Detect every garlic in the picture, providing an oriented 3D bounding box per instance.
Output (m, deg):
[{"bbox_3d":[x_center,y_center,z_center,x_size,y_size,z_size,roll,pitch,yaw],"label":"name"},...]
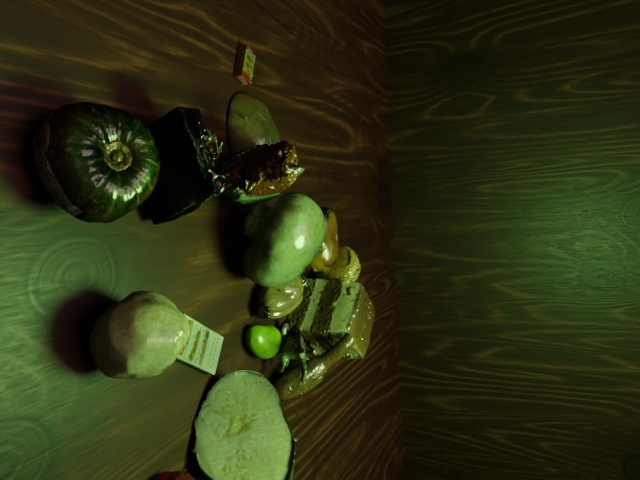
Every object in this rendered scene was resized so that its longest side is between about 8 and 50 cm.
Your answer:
[{"bbox_3d":[-0.080,0.528,2.077,0.159,0.102,0.147,-20,93,-77],"label":"garlic"}]

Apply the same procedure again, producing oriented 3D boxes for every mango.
[{"bbox_3d":[-0.202,0.354,1.840,0.163,0.089,0.117,14,83,-53],"label":"mango"},{"bbox_3d":[0.000,0.000,2.217,0.201,0.152,0.287,34,57,-50],"label":"mango"}]

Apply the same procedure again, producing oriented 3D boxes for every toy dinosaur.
[{"bbox_3d":[-0.110,0.388,1.894,0.077,0.294,0.162,9,97,-33],"label":"toy dinosaur"}]

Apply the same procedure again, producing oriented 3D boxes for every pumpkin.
[{"bbox_3d":[-0.478,-0.166,1.138,0.260,0.189,0.260,11,74,-42],"label":"pumpkin"}]

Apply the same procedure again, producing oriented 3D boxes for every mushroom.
[{"bbox_3d":[-0.134,-0.005,1.745,0.352,0.260,0.352,-58,-177,5],"label":"mushroom"}]

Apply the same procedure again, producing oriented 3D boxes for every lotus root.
[{"bbox_3d":[-0.145,0.191,1.904,0.257,0.140,0.154,-38,137,-49],"label":"lotus root"}]

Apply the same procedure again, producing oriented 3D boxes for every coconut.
[{"bbox_3d":[-0.418,0.224,1.222,0.224,0.224,0.224,-1,90,-66],"label":"coconut"}]

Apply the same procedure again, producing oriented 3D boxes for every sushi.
[{"bbox_3d":[-0.359,-0.197,1.403,0.227,0.215,0.212,66,21,-1],"label":"sushi"}]

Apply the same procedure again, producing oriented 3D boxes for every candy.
[{"bbox_3d":[-0.259,-0.601,1.810,0.062,0.038,0.122,39,54,-60],"label":"candy"}]

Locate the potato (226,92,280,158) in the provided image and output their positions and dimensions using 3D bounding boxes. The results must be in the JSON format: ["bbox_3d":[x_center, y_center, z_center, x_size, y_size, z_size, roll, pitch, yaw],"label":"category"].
[{"bbox_3d":[-0.218,-0.362,1.812,0.239,0.116,0.299,-15,101,-61],"label":"potato"}]

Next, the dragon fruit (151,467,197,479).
[{"bbox_3d":[-0.339,0.707,1.226,0.228,0.329,0.286,31,62,-55],"label":"dragon fruit"}]

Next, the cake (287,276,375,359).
[{"bbox_3d":[0.048,0.323,2.154,0.256,0.290,0.282,59,41,-46],"label":"cake"}]

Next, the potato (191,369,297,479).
[{"bbox_3d":[-0.233,0.646,1.645,0.397,0.290,0.296,58,-20,23],"label":"potato"}]

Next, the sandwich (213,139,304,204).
[{"bbox_3d":[-0.169,-0.201,1.624,0.250,0.301,0.162,-44,121,-37],"label":"sandwich"}]

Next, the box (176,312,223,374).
[{"bbox_3d":[-0.362,0.306,1.537,0.220,0.032,0.122,52,43,-54],"label":"box"}]

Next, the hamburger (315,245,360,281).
[{"bbox_3d":[0.074,0.117,2.304,0.108,0.213,0.214,63,34,-46],"label":"hamburger"}]

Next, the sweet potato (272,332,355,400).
[{"bbox_3d":[-0.029,0.482,1.952,0.109,0.385,0.109,56,-10,14],"label":"sweet potato"}]
